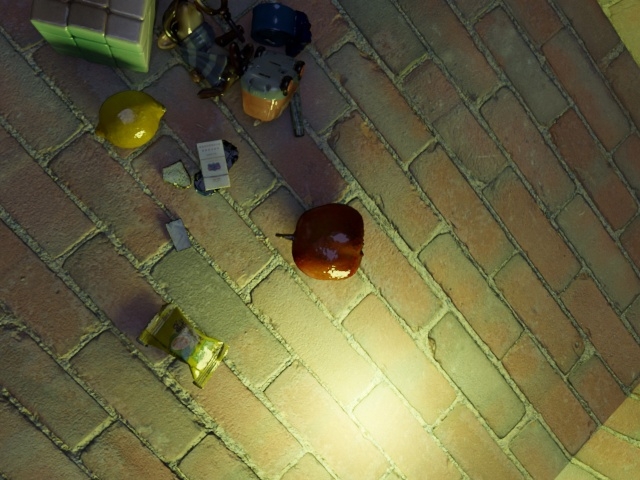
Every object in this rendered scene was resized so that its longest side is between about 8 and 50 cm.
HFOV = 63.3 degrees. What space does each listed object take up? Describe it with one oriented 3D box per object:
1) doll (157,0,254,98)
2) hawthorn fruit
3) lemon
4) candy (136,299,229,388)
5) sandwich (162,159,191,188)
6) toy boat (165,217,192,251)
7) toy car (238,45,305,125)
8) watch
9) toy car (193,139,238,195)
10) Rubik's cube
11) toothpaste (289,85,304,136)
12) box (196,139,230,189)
[{"bbox_3d":[-0.392,-0.689,1.797,0.340,0.209,0.318,45,78,-9],"label":"doll"},{"bbox_3d":[0.000,0.000,1.891,0.330,0.287,0.287,6,90,-7],"label":"hawthorn fruit"},{"bbox_3d":[-0.642,-0.409,1.753,0.244,0.187,0.187,-30,98,-14],"label":"lemon"},{"bbox_3d":[-0.487,0.374,1.864,0.297,0.081,0.187,39,80,-12],"label":"candy"},{"bbox_3d":[-0.516,-0.227,1.865,0.093,0.035,0.105,-32,100,-12],"label":"sandwich"},{"bbox_3d":[-0.513,-0.020,1.881,0.063,0.016,0.115,-22,97,-13],"label":"toy boat"},{"bbox_3d":[-0.179,-0.540,1.845,0.180,0.212,0.270,21,46,4],"label":"toy car"},{"bbox_3d":[-0.148,-0.764,1.869,0.200,0.196,0.171,7,80,-22],"label":"watch"},{"bbox_3d":[-0.380,-0.260,1.886,0.103,0.063,0.216,32,89,-12],"label":"toy car"},{"bbox_3d":[-0.698,-0.760,1.659,0.315,0.322,0.319,9,90,-13],"label":"Rubik's cube"},{"bbox_3d":[-0.095,-0.512,1.965,0.062,0.039,0.239,-9,92,-18],"label":"toothpaste"},{"bbox_3d":[-0.378,-0.267,1.840,0.090,0.024,0.167,-11,96,-9],"label":"box"}]
